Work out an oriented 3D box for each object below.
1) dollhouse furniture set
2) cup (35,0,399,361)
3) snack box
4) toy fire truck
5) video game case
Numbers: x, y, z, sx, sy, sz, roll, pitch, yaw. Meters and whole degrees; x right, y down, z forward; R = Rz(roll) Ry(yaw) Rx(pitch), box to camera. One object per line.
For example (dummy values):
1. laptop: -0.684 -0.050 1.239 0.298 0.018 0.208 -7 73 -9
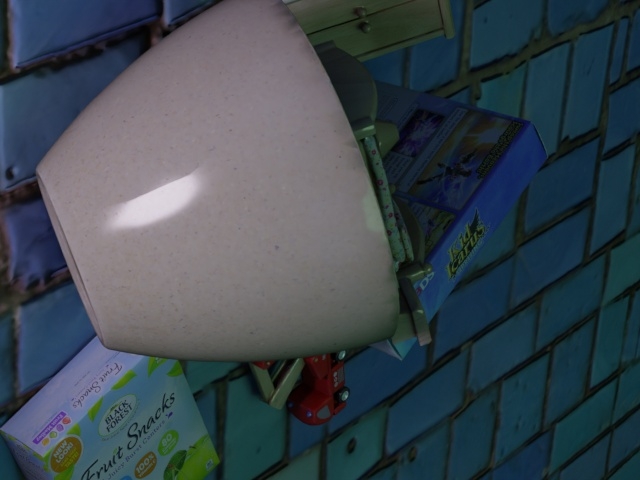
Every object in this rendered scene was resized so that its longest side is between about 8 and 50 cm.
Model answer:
1. dollhouse furniture set: 0.073 -0.143 1.473 0.173 0.355 0.303 -19 133 -2
2. cup: -0.107 -0.027 1.409 0.237 0.331 0.331 -21 132 -11
3. snack box: -0.200 0.202 1.591 0.174 0.070 0.207 -46 140 -27
4. toy fire truck: -0.030 0.143 1.809 0.135 0.047 0.192 -36 137 -36
5. video game case: 0.056 -0.032 1.640 0.269 0.244 0.061 -52 136 -19
